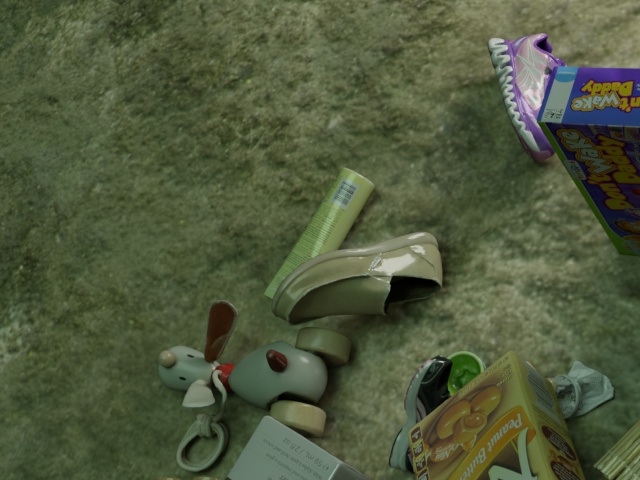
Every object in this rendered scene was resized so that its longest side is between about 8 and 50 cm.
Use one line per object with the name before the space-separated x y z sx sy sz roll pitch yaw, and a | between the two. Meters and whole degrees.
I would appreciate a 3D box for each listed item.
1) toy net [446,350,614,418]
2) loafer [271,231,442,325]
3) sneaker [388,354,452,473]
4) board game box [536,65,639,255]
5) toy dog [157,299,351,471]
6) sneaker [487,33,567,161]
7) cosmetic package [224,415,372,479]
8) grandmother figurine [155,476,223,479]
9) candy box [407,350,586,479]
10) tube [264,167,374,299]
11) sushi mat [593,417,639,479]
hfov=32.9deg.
toy net | 0.265 0.208 1.430 0.232 0.045 0.122 -5 60 30
loafer | 0.061 0.065 1.561 0.268 0.102 0.092 -20 55 -13
sneaker | 0.155 0.238 1.445 0.077 0.072 0.178 23 115 26
board game box | 0.431 -0.078 1.300 0.233 0.347 0.078 8 68 36
toy dog | -0.123 0.194 1.606 0.333 0.161 0.220 -19 54 22
sneaker | 0.325 -0.226 1.629 0.104 0.095 0.236 -17 54 14
cosmetic package | -0.035 0.364 1.454 0.151 0.151 0.184 23 77 40
grandmother figurine | -0.222 0.508 1.524 0.207 0.104 0.342 -14 53 35
candy box | 0.208 0.295 1.248 0.183 0.087 0.316 -43 24 21
tube | 0.000 0.000 1.721 0.240 0.062 0.070 -59 6 -5
sushi mat | 0.448 0.178 1.156 0.316 0.019 0.151 -45 50 -5
